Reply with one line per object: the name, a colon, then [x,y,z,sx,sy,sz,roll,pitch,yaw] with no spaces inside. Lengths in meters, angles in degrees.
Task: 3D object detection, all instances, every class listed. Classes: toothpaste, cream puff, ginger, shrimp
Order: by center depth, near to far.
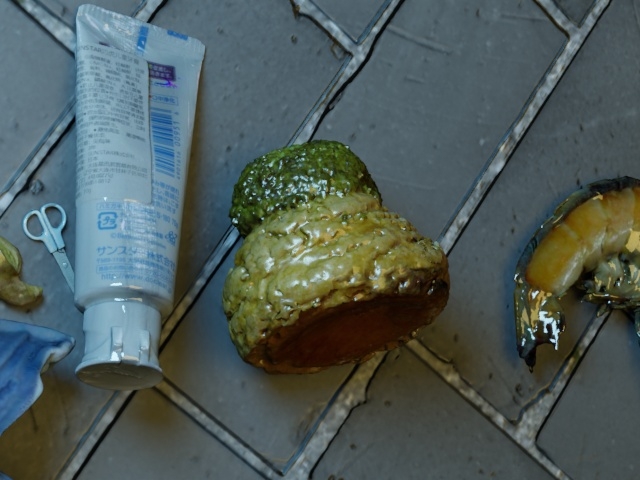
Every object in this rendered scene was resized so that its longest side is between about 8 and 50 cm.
ginger: [-0.247,0.017,1.353,0.097,0.030,0.048,21,79,-28]
toothpaste: [-0.145,-0.036,1.380,0.114,0.073,0.299,15,62,-28]
cream puff: [0.000,0.000,1.436,0.183,0.183,0.169,-6,64,-29]
shrimp: [0.274,0.091,1.623,0.222,0.054,0.290,-20,93,-30]

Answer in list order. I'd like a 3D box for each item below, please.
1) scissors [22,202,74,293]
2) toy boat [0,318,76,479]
scissors: [-0.200,0.012,1.394,0.036,0.006,0.083,-27,100,-26]
toy boat: [-0.262,0.184,1.273,0.142,0.129,0.309,36,62,-8]
